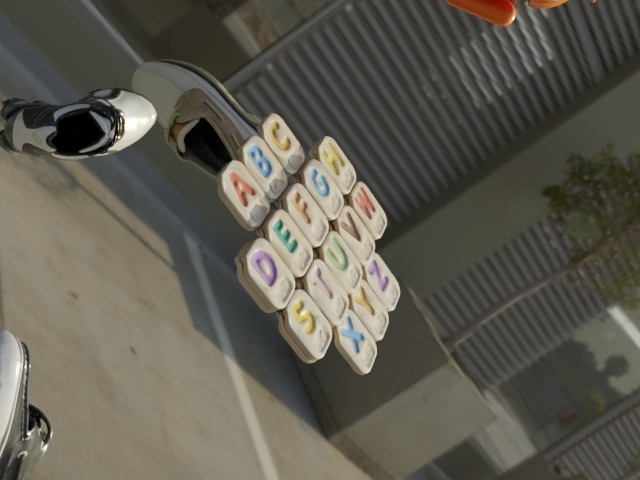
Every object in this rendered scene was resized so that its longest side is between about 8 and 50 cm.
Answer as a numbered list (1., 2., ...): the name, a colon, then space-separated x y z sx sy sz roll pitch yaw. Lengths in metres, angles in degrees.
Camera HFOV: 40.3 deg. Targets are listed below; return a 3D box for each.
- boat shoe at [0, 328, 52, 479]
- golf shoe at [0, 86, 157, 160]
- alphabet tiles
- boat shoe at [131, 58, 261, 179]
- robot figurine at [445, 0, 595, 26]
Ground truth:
1. boat shoe: -0.255 0.167 0.696 0.076 0.228 0.080 -2 28 -43
2. golf shoe: -0.241 -0.117 0.939 0.094 0.077 0.198 19 26 35
3. alphabet tiles: 0.000 0.000 0.971 0.278 0.021 0.284 54 35 -18
4. boat shoe: -0.191 -0.184 1.365 0.302 0.113 0.103 34 40 16
5. robot figurine: 0.186 -0.311 0.873 0.219 0.158 0.128 20 0 6
